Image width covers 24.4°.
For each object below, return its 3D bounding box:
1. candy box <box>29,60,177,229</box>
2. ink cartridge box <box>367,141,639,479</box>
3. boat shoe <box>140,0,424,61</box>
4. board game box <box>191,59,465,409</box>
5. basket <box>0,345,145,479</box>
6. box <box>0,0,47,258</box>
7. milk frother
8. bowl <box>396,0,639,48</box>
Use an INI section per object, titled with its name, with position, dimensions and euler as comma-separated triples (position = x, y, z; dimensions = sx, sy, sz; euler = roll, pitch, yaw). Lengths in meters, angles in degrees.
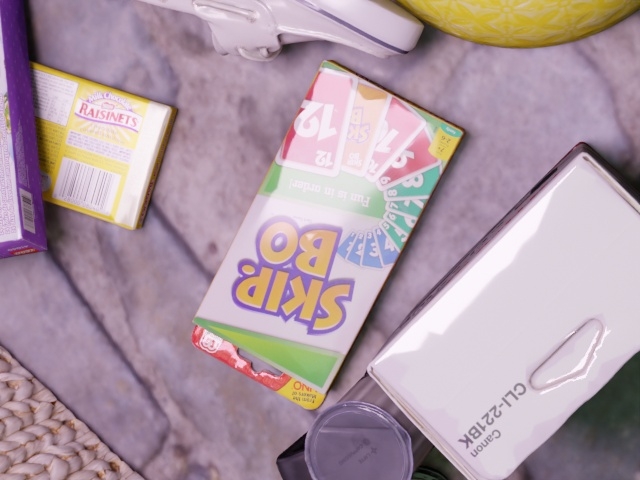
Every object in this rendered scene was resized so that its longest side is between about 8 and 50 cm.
[candy box]
position = -0.228, -0.089, 1.201
dimensions = 0.205, 0.027, 0.105
euler = 19, 94, 8
[ink cartridge box]
position = 0.152, 0.040, 1.025
dimensions = 0.114, 0.273, 0.197
euler = 45, 100, 2
[boat shoe]
position = -0.055, -0.180, 1.131
dimensions = 0.267, 0.096, 0.088
euler = 21, 103, 8
[board game box]
position = 0.000, 0.000, 1.171
dimensions = 0.124, 0.039, 0.259
euler = 28, 102, 6
[basket]
position = -0.323, 0.275, 1.108
dimensions = 0.266, 0.328, 0.331
euler = 43, 101, 7
[box]
position = -0.330, -0.120, 1.163
dimensions = 0.201, 0.057, 0.293
euler = -9, 78, 10
[milk frother]
position = 0.055, 0.175, 1.124
dimensions = 0.129, 0.135, 0.143
euler = -43, 86, 25
[bowl]
position = 0.142, -0.282, 1.055
dimensions = 0.289, 0.156, 0.290
euler = 1, 96, 10
